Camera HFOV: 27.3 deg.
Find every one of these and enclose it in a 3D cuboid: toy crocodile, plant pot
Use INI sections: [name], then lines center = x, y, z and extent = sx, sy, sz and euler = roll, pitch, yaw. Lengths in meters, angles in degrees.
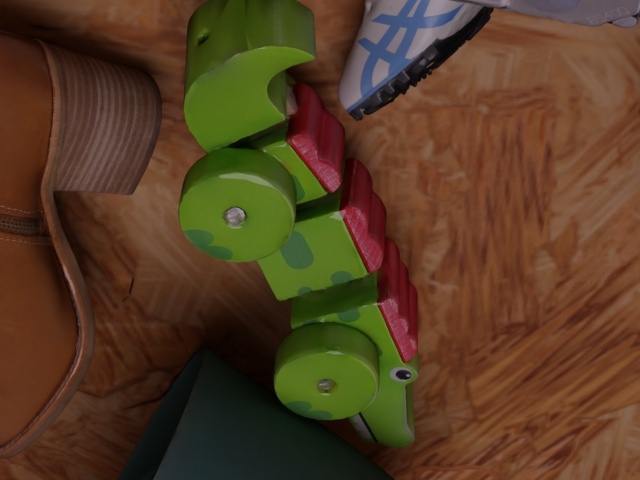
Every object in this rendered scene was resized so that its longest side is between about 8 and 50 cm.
[toy crocodile]
center = 0.000, 0.000, 0.794
extent = 0.105, 0.115, 0.340
euler = -15, 127, 16
[plant pot]
center = -0.041, 0.252, 0.849
extent = 0.235, 0.293, 0.293
euler = 29, 121, -7

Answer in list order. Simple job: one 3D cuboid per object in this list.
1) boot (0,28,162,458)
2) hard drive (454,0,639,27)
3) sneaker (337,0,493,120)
[boot]
center = -0.230, 0.008, 0.749
extent = 0.220, 0.109, 0.283
euler = 4, 126, -38
[hard drive]
center = -0.015, -0.202, 0.551
extent = 0.339, 0.064, 0.237
euler = 12, 157, 9
[sneaker]
center = 0.066, -0.164, 0.713
extent = 0.086, 0.085, 0.237
euler = 40, 129, 10
